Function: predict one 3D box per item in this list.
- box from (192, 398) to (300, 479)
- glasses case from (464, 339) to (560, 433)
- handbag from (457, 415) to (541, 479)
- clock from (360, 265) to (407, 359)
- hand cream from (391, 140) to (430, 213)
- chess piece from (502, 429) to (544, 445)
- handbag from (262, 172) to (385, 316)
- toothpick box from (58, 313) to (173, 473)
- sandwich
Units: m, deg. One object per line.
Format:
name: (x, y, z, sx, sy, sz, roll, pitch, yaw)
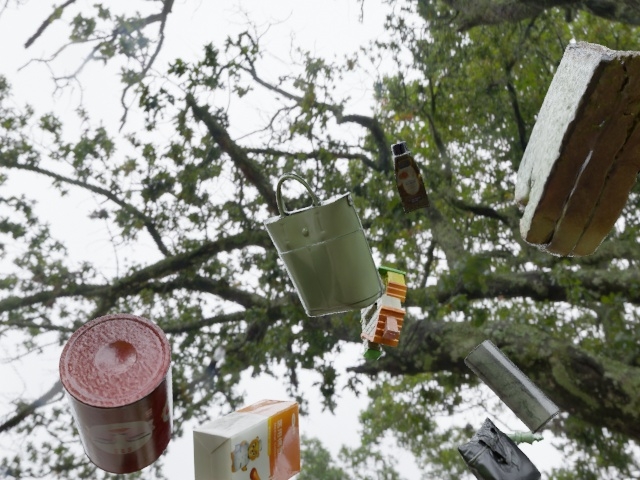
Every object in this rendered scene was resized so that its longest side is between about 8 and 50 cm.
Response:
box: (-0.203, 0.620, 1.601, 0.143, 0.341, 0.225, -2, -89, 32)
glasses case: (0.598, 0.455, 1.719, 0.114, 0.299, 0.060, -37, -33, -7)
handbag: (0.445, 0.559, 1.349, 0.089, 0.254, 0.211, -46, -110, 26)
clock: (0.215, 0.260, 1.887, 0.106, 0.255, 0.220, 14, -47, -14)
hand cream: (0.198, -0.142, 1.231, 0.062, 0.039, 0.163, -19, -76, 4)
chess piece: (0.542, 0.549, 1.515, 0.149, 0.059, 0.059, -6, -52, 18)
handbag: (0.000, 0.000, 1.154, 0.241, 0.109, 0.316, -16, -80, 38)
toothpick box: (-0.412, 0.328, 1.137, 0.204, 0.204, 0.333, 14, -44, 0)
sandwich: (0.329, -0.119, 0.698, 0.095, 0.273, 0.249, 19, -65, 8)
